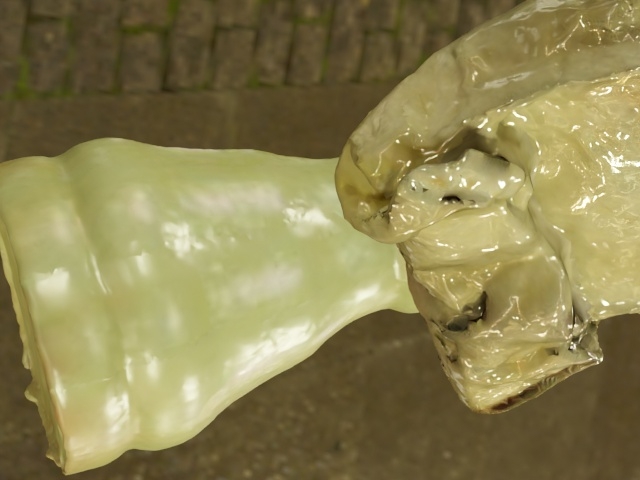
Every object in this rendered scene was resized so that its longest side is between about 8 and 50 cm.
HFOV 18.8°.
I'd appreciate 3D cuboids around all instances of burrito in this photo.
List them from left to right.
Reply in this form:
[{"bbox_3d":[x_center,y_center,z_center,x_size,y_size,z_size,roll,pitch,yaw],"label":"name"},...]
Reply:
[{"bbox_3d":[0.166,-0.066,0.750,0.347,0.107,0.175,-35,141,13],"label":"burrito"}]

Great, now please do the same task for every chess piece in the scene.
[{"bbox_3d":[0.000,0.000,1.357,0.442,0.234,0.234,-15,120,-13],"label":"chess piece"}]
